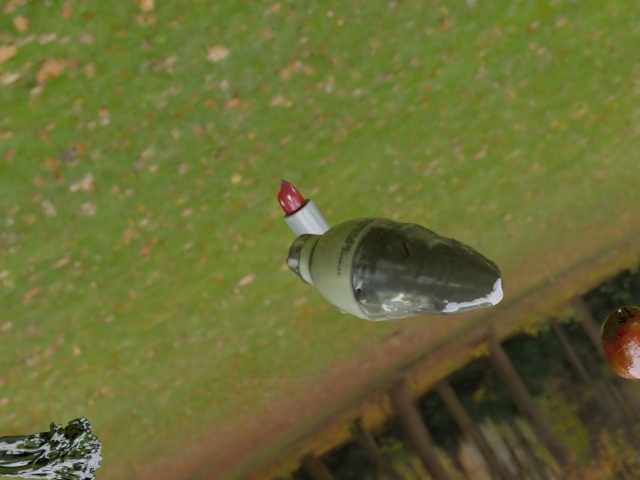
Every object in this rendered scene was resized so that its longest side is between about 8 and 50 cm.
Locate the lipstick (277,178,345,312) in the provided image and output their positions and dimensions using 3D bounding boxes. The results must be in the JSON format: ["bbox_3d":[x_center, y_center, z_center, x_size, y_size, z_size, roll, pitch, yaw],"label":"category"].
[{"bbox_3d":[0.000,0.000,1.720,0.063,0.186,0.057,-42,-166,-26],"label":"lipstick"}]

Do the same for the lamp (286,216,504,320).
[{"bbox_3d":[0.066,0.029,1.258,0.250,0.101,0.101,8,-159,41],"label":"lamp"}]

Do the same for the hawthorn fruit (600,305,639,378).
[{"bbox_3d":[0.330,0.108,1.442,0.077,0.077,0.077,-30,172,-5],"label":"hawthorn fruit"}]

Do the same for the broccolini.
[{"bbox_3d":[-0.335,0.244,1.477,0.202,0.068,0.091,-9,148,-23],"label":"broccolini"}]
